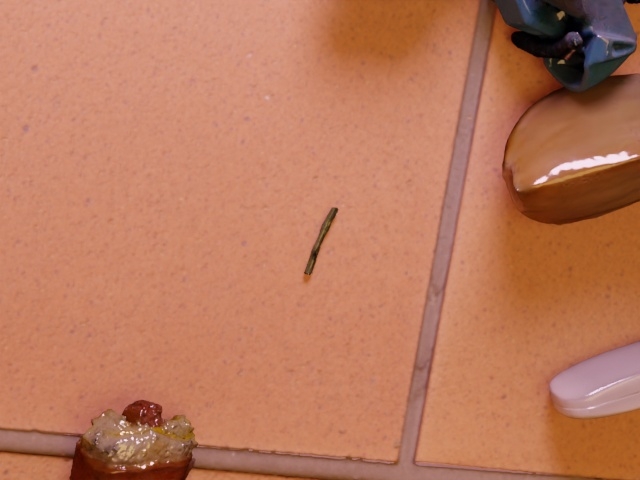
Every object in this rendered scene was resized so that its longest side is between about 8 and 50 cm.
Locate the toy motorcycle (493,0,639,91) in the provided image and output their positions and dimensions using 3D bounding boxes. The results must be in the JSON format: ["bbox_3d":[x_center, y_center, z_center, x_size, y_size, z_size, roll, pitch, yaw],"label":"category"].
[{"bbox_3d":[0.206,-0.293,1.866,0.416,0.172,0.232,10,93,-24],"label":"toy motorcycle"}]

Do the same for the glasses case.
[{"bbox_3d":[0.380,0.154,2.045,0.233,0.092,0.059,-16,110,-12],"label":"glasses case"}]

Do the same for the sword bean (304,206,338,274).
[{"bbox_3d":[0.000,0.000,1.961,0.012,0.012,0.083,20,97,-17],"label":"sword bean"}]

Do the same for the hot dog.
[{"bbox_3d":[-0.217,0.273,1.923,0.146,0.103,0.213,11,109,-37],"label":"hot dog"}]

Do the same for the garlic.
[{"bbox_3d":[0.370,-0.094,1.917,0.338,0.196,0.151,-7,113,13],"label":"garlic"}]
